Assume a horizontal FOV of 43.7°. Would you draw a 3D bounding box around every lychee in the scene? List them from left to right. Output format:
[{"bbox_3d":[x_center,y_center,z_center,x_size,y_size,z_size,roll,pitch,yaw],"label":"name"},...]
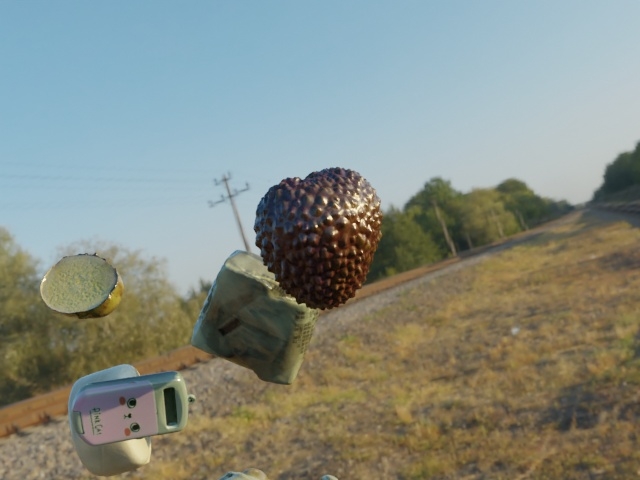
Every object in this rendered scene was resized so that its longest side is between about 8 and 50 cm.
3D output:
[{"bbox_3d":[0.000,0.000,1.506,0.271,0.272,0.271,-15,-3,-1],"label":"lychee"}]

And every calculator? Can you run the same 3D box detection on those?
[{"bbox_3d":[-0.374,0.336,1.602,0.246,0.141,0.045,-6,25,-15],"label":"calculator"}]

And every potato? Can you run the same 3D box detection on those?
[{"bbox_3d":[-0.523,0.112,1.780,0.200,0.164,0.081,14,-31,24],"label":"potato"}]

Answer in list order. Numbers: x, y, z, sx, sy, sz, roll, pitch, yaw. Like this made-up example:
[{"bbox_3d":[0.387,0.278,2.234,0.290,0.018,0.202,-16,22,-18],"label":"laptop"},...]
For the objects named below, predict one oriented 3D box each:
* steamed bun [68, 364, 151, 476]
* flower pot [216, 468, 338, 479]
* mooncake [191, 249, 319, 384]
[{"bbox_3d":[-0.475,0.397,1.802,0.146,0.242,0.164,-19,-41,6],"label":"steamed bun"},{"bbox_3d":[-0.066,0.533,1.360,0.244,0.308,0.307,-9,-5,-18],"label":"flower pot"},{"bbox_3d":[-0.132,0.166,1.755,0.250,0.255,0.136,23,19,-1],"label":"mooncake"}]
